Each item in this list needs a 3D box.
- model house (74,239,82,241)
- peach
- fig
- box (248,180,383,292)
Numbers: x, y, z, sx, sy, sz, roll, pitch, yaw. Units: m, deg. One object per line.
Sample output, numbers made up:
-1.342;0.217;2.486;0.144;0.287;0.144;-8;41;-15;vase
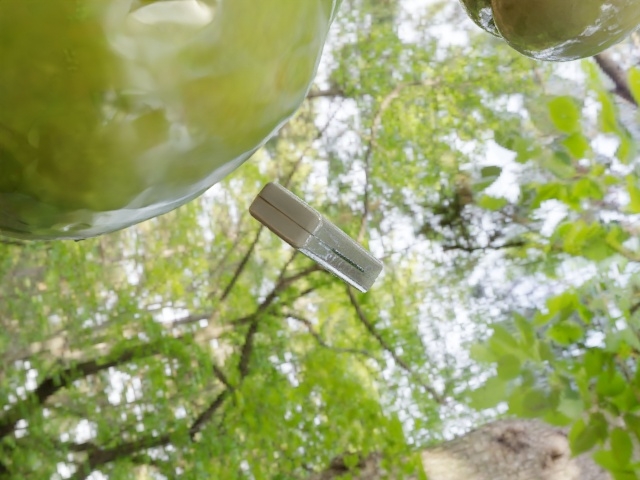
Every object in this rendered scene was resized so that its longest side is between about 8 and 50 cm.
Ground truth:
-0.327;-0.046;1.259;0.079;0.083;0.066;-1;-57;33;model house
0.302;-0.368;1.115;0.292;0.247;0.292;-40;-149;30;peach
-0.098;-0.147;0.458;0.233;0.314;0.233;30;-26;16;fig
0.000;0.000;1.193;0.103;0.244;0.055;36;-89;28;box
